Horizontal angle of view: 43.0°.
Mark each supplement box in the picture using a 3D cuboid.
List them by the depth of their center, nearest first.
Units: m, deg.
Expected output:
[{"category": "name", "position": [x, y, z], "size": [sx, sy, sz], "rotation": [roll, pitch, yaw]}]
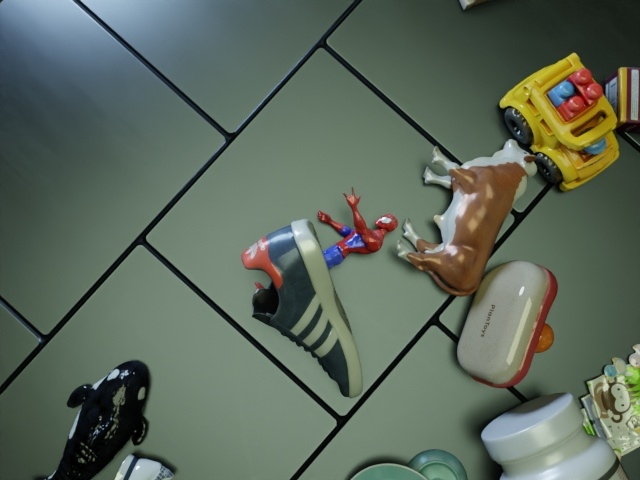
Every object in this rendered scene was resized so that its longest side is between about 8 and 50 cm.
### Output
[{"category": "supplement box", "position": [0.629, -0.254, 1.494], "size": [0.188, 0.081, 0.104], "rotation": [3, 85, -1]}]

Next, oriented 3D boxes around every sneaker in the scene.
[{"category": "sneaker", "position": [-0.032, 0.134, 1.382], "size": [0.148, 0.131, 0.350], "rotation": [-20, 114, 1]}, {"category": "sneaker", "position": [-0.337, 0.494, 1.405], "size": [0.094, 0.090, 0.235], "rotation": [22, 82, -6]}]

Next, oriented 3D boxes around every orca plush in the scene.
[{"category": "orca plush", "position": [-0.407, 0.336, 1.410], "size": [0.287, 0.102, 0.151], "rotation": [-41, 87, -4]}]

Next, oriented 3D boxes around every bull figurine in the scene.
[{"category": "bull figurine", "position": [0.264, -0.060, 1.462], "size": [0.188, 0.101, 0.310], "rotation": [22, 83, 4]}]

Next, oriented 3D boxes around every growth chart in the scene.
[{"category": "growth chart", "position": [0.562, 0.300, 1.478], "size": [0.237, 0.021, 0.172], "rotation": [-32, 86, -4]}]

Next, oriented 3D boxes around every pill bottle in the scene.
[{"category": "pill bottle", "position": [0.430, 0.457, 1.366], "size": [0.210, 0.210, 0.363], "rotation": [-26, 87, -3]}]

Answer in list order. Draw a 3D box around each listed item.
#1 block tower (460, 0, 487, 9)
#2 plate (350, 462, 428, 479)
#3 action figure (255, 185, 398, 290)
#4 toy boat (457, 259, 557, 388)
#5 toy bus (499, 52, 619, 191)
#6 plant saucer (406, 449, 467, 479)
[{"category": "block tower", "position": [0.412, -0.538, 1.507], "size": [0.335, 0.097, 0.091], "rotation": [-21, 85, -2]}, {"category": "plate", "position": [0.124, 0.485, 1.438], "size": [0.188, 0.024, 0.188], "rotation": [0, 92, 7]}, {"category": "action figure", "position": [0.000, 0.000, 1.448], "size": [0.280, 0.091, 0.139], "rotation": [-27, 102, -4]}, {"category": "toy boat", "position": [0.354, 0.155, 1.442], "size": [0.151, 0.151, 0.231], "rotation": [23, 85, -30]}, {"category": "toy bus", "position": [0.446, -0.214, 1.424], "size": [0.149, 0.211, 0.220], "rotation": [-34, 88, -5]}, {"category": "plant saucer", "position": [0.207, 0.437, 1.457], "size": [0.119, 0.021, 0.119], "rotation": [0, 86, -1]}]
